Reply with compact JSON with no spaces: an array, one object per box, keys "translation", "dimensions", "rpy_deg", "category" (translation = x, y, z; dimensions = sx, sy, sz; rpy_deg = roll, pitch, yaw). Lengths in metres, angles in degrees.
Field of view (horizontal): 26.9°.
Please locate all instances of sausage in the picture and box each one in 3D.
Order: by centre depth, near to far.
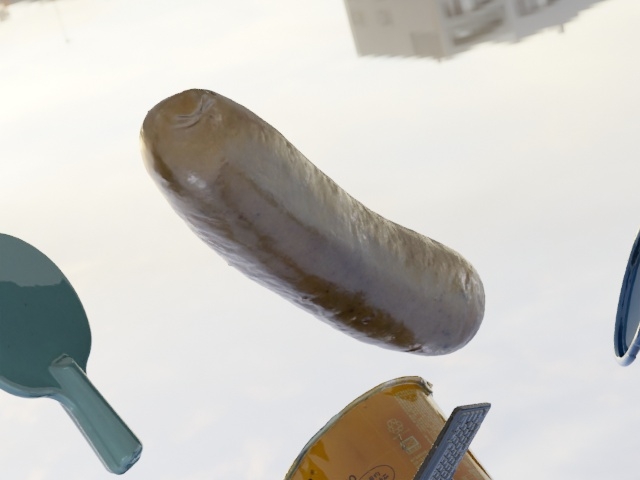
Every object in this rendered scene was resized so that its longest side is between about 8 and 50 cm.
[{"translation":[-0.003,0.001,1.281],"dimensions":[0.136,0.500,0.123],"rpy_deg":[-35,-131,21],"category":"sausage"}]

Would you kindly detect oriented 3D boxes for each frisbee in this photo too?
[{"translation":[0.473,0.067,1.931],"dimensions":[0.045,0.242,0.242],"rpy_deg":[12,-156,4],"category":"frisbee"}]

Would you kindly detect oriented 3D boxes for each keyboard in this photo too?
[{"translation":[0.085,0.191,1.047],"dimensions":[0.010,0.155,0.053],"rpy_deg":[39,-158,31],"category":"keyboard"}]

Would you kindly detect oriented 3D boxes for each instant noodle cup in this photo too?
[{"translation":[0.085,0.270,1.361],"dimensions":[0.215,0.216,0.172],"rpy_deg":[-27,-124,-28],"category":"instant noodle cup"}]

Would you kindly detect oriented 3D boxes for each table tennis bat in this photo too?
[{"translation":[-0.234,0.096,1.144],"dimensions":[0.040,0.244,0.153],"rpy_deg":[-35,-176,31],"category":"table tennis bat"}]
